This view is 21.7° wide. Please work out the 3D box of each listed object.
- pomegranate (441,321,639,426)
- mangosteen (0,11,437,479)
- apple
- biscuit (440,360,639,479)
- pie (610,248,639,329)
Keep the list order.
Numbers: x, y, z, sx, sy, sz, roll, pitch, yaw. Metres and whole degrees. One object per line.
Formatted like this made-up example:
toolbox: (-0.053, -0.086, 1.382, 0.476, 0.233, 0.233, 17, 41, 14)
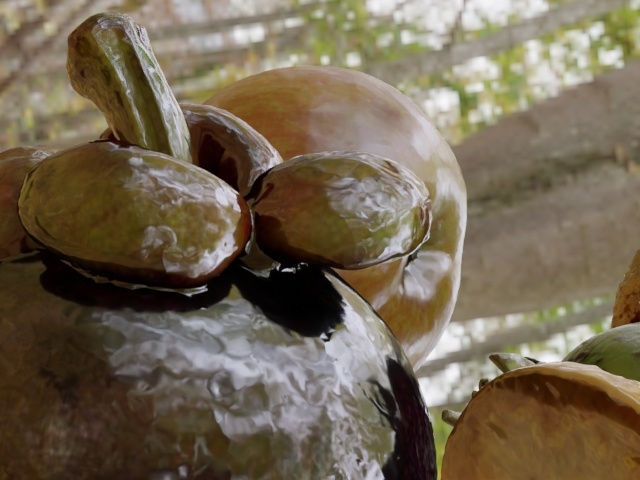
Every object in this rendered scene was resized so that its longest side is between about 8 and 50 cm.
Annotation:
pomegranate: (0.222, 0.149, 1.258, 0.211, 0.263, 0.211, -53, -164, 23)
mangosteen: (-0.105, 0.095, 1.040, 0.382, 0.382, 0.435, 118, -11, -83)
apple: (0.000, 0.000, 1.411, 0.277, 0.250, 0.309, 29, 48, -71)
biscuit: (0.202, 0.185, 1.092, 0.309, 0.040, 0.204, 40, -42, 36)
pie: (0.357, 0.061, 1.411, 0.308, 0.085, 0.308, -32, -130, 48)
